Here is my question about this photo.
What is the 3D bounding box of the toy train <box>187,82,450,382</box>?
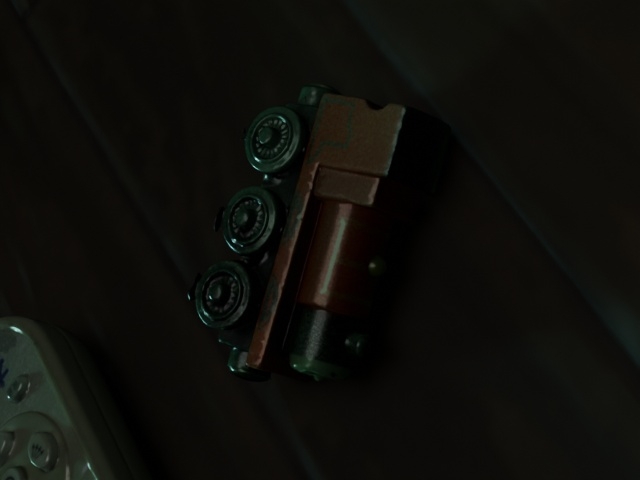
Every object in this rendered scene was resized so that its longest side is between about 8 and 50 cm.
[{"bbox_3d":[0.000,0.000,0.610,0.064,0.044,0.103,14,85,35],"label":"toy train"}]

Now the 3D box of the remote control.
[{"bbox_3d":[-0.082,0.115,0.648,0.078,0.042,0.221,-49,49,19],"label":"remote control"}]
